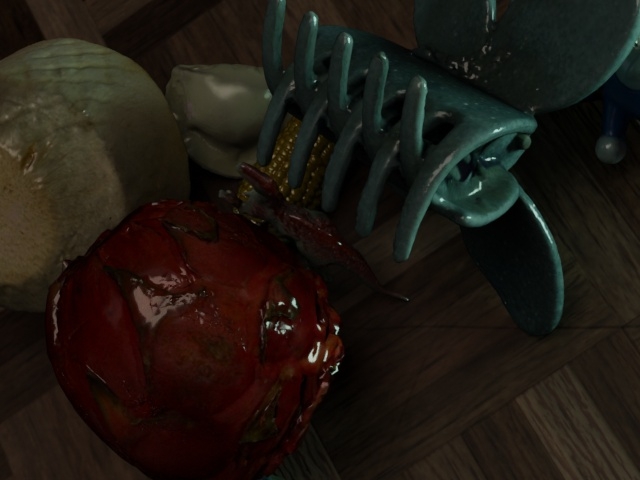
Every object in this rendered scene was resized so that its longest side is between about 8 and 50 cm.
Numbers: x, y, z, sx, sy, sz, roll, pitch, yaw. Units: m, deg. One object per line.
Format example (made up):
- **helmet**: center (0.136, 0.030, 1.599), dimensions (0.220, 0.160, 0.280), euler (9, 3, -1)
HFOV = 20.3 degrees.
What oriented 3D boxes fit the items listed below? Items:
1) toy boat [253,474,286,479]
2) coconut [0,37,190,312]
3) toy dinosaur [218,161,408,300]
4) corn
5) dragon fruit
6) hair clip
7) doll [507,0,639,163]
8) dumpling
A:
- **toy boat**: center (-0.101, 0.322, 1.875), dimensions (0.185, 0.077, 0.075), euler (-35, 56, -5)
- **coconut**: center (-0.291, -0.072, 2.026), dimensions (0.328, 0.329, 0.329), euler (-10, 63, 20)
- **toy dinosaur**: center (0.000, 0.000, 1.882), dimensions (0.242, 0.167, 0.053), euler (34, 74, -6)
- **corn**: center (0.002, -0.110, 2.012), dimensions (0.091, 0.091, 0.260), euler (35, 79, 23)
- **dragon fruit**: center (-0.128, 0.102, 1.830), dimensions (0.295, 0.295, 0.302), euler (-42, 96, 1)
- **hair clip**: center (0.103, -0.124, 1.805), dimensions (0.318, 0.238, 0.392), euler (37, 123, 43)
- **doll**: center (0.307, -0.200, 1.878), dimensions (0.257, 0.161, 0.215), euler (31, 91, 30)
- **dumpling**: center (-0.091, -0.136, 2.065), dimensions (0.169, 0.100, 0.134), euler (2, 97, -17)
